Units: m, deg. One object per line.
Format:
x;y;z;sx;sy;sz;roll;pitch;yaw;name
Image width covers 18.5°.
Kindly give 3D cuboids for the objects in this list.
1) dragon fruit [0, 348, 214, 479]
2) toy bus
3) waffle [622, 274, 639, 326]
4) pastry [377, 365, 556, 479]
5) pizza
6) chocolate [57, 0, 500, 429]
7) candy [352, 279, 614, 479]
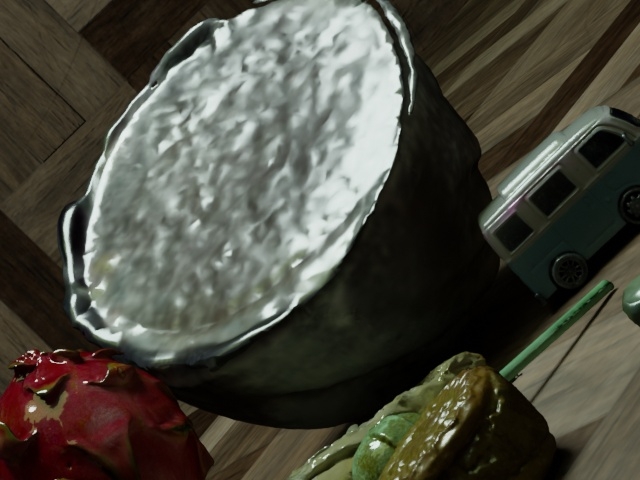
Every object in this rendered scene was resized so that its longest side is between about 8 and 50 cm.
-0.132;0.142;1.194;0.136;0.166;0.133;-42;-19;-37;dragon fruit
0.156;-0.028;1.192;0.123;0.075;0.060;-45;6;9;toy bus
0.261;-0.072;0.852;0.292;0.056;0.309;-50;7;-38;waffle
0.066;0.111;0.951;0.097;0.057;0.109;-43;5;35;pastry
-0.010;0.148;1.121;0.181;0.034;0.262;-41;-5;36;pizza
0.000;0.000;1.337;0.303;0.213;0.303;-25;45;28;chocolate
0.094;0.081;1.064;0.202;0.061;0.061;-39;2;-29;candy
